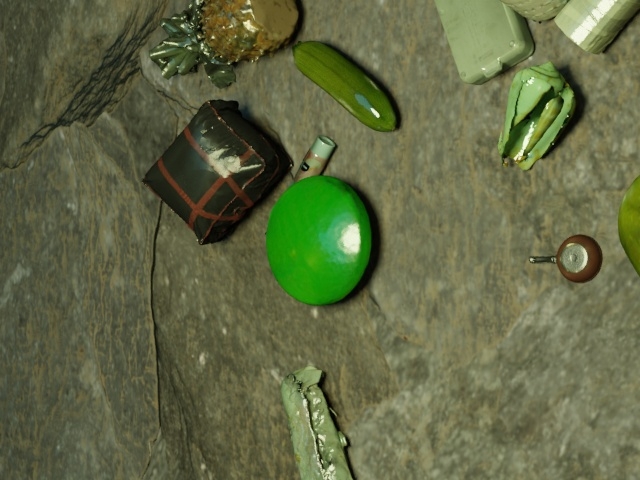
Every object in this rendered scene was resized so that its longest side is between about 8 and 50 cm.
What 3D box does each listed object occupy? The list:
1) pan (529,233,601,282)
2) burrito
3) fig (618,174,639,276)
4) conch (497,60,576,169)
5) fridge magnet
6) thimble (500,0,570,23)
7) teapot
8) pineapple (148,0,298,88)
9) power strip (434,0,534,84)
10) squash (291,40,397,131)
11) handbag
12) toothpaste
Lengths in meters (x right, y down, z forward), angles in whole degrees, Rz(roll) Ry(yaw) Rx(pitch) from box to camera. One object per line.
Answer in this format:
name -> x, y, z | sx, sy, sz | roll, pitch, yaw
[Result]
pan -> 0.338, 0.026, 1.887 | 0.115, 0.023, 0.068 | -4, 85, 40
burrito -> 0.001, 0.350, 2.122 | 0.096, 0.066, 0.309 | -30, 67, 40
fig -> 0.492, 0.024, 1.649 | 0.206, 0.206, 0.275 | -38, 61, 32
conch -> 0.308, -0.170, 1.902 | 0.106, 0.079, 0.170 | 41, 128, 41
fridge magnet -> 0.000, 0.000, 2.133 | 0.208, 0.088, 0.208 | -3, 86, 40
thimble -> 0.300, -0.369, 1.893 | 0.102, 0.090, 0.115 | -62, 31, 2
teapot -> 0.420, -0.340, 1.812 | 0.200, 0.077, 0.107 | -51, 61, 26
pineapple -> -0.173, -0.348, 2.287 | 0.310, 0.141, 0.170 | -12, 104, 46
power strip -> 0.226, -0.364, 1.997 | 0.118, 0.046, 0.270 | -30, 69, 38
squash -> 0.033, -0.255, 2.139 | 0.258, 0.069, 0.069 | 43, 113, 33
handbag -> -0.172, -0.112, 2.248 | 0.215, 0.155, 0.169 | -47, 73, 26
toothpaste -> -0.038, -0.079, 2.208 | 0.205, 0.036, 0.056 | -60, 29, 22
